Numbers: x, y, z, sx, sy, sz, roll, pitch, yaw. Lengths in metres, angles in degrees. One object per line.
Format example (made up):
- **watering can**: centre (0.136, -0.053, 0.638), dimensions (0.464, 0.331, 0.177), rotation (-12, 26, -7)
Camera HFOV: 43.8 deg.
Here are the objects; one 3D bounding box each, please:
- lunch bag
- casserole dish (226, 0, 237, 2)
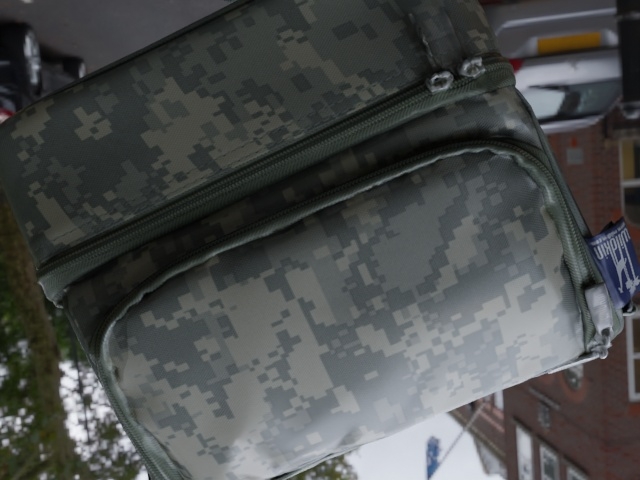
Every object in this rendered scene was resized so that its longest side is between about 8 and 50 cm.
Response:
- **lunch bag**: centre (0.000, 0.000, 0.484), dimensions (0.305, 0.255, 0.212), rotation (-24, 177, 2)
- **casserole dish**: centre (-0.069, -0.183, 0.429), dimensions (0.114, 0.037, 0.188), rotation (25, 170, -5)
